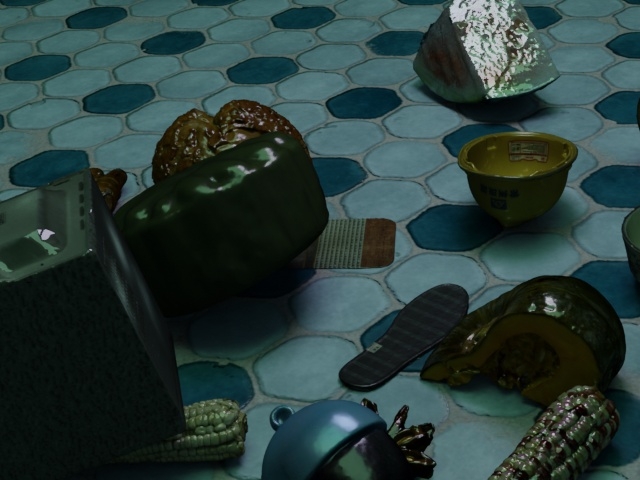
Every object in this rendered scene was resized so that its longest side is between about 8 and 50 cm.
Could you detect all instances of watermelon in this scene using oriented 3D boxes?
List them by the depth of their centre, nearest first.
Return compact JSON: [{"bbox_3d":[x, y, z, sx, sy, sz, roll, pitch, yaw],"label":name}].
[{"bbox_3d":[0.348,-0.438,2.561,0.228,0.258,0.387,-14,28,-18],"label":"watermelon"}]

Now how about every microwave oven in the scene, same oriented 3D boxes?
[{"bbox_3d":[-0.443,0.145,1.562,0.432,0.374,0.236,-22,31,0],"label":"microwave oven"}]

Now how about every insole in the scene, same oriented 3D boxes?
[{"bbox_3d":[0.137,0.148,1.857,0.110,0.012,0.309,22,40,35],"label":"insole"}]

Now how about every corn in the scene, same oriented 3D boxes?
[{"bbox_3d":[0.294,0.289,1.532,0.092,0.092,0.280,20,44,36],"label":"corn"},{"bbox_3d":[-0.206,0.266,1.643,0.211,0.087,0.087,-3,31,2],"label":"corn"}]

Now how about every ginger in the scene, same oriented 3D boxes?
[{"bbox_3d":[-0.439,-0.094,2.297,0.103,0.073,0.162,11,26,1],"label":"ginger"}]

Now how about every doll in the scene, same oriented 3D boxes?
[{"bbox_3d":[0.044,0.312,1.441,0.177,0.141,0.314,-39,63,-15],"label":"doll"}]

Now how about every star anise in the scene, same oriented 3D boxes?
[{"bbox_3d":[0.045,0.285,1.582,0.234,0.073,0.177,11,49,19],"label":"star anise"}]

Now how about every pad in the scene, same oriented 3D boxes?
[{"bbox_3d":[0.001,0.024,2.042,0.250,0.055,0.323,-1,14,7],"label":"pad"}]

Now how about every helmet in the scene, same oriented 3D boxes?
[{"bbox_3d":[0.348,-0.097,2.105,0.205,0.140,0.257,9,28,24],"label":"helmet"}]

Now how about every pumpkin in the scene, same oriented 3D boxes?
[{"bbox_3d":[0.310,0.171,1.725,0.280,0.190,0.139,-38,7,42],"label":"pumpkin"}]

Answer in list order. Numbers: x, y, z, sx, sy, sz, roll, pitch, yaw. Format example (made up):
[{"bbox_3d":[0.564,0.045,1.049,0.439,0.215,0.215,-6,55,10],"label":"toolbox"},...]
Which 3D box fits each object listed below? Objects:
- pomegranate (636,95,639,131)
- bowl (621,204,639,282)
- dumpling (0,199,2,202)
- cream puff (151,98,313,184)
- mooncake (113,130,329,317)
[{"bbox_3d":[0.728,-0.203,2.167,0.242,0.242,0.306,-14,52,-14],"label":"pomegranate"},{"bbox_3d":[0.585,0.027,1.889,0.211,0.112,0.211,-3,31,2],"label":"bowl"},{"bbox_3d":[-0.592,0.002,2.083,0.243,0.175,0.227,6,5,11],"label":"dumpling"},{"bbox_3d":[-0.170,-0.153,2.215,0.303,0.212,0.303,-8,33,5],"label":"cream puff"},{"bbox_3d":[-0.167,-0.037,1.927,0.356,0.194,0.356,-27,14,7],"label":"mooncake"}]
